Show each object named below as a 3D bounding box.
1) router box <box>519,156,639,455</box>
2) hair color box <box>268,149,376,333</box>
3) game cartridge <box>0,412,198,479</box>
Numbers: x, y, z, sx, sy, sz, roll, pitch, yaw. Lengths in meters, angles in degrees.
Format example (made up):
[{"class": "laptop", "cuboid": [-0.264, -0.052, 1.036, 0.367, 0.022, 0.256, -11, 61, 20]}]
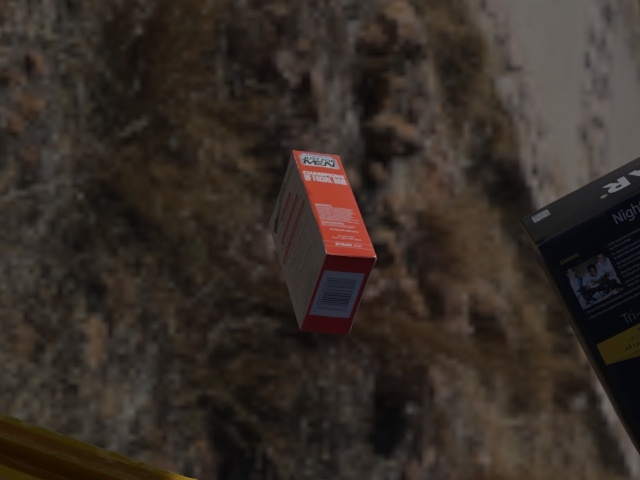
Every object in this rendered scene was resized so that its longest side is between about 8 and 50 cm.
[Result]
[{"class": "router box", "cuboid": [0.360, 0.023, 1.528, 0.243, 0.309, 0.081, 62, 4, -18]}, {"class": "hair color box", "cuboid": [0.000, 0.000, 1.690, 0.167, 0.053, 0.093, -109, -149, -50]}, {"class": "game cartridge", "cuboid": [-0.087, 0.233, 0.935, 0.052, 0.285, 0.323, -54, 150, -39]}]
